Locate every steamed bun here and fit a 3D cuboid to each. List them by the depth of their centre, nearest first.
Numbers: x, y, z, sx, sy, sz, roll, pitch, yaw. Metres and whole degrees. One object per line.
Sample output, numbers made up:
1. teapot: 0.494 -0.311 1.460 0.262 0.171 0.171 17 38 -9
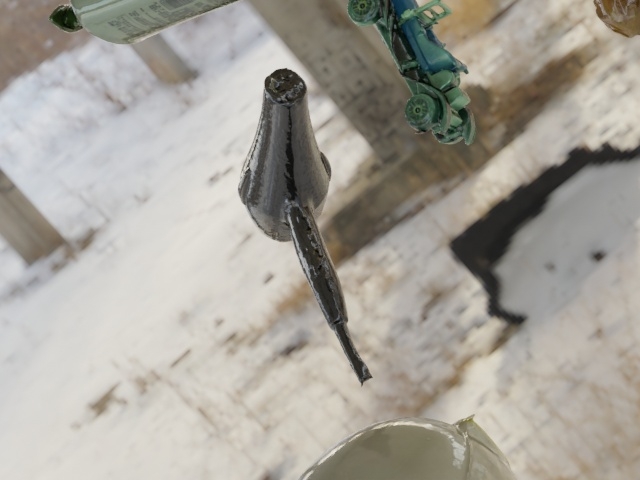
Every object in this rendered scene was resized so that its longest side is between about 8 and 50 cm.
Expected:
1. steamed bun: 0.084 0.372 1.656 0.374 0.334 0.334 -50 2 44

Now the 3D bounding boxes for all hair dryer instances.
1. hair dryer: 0.000 0.000 1.737 0.120 0.359 0.303 -15 -26 -14

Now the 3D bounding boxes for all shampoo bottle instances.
1. shampoo bottle: -0.146 -0.236 1.342 0.234 0.087 0.118 -15 0 33

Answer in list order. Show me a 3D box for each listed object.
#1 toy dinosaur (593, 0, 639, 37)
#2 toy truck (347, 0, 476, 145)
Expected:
1. toy dinosaur: 0.192 -0.287 0.814 0.097 0.208 0.432 -22 60 48
2. toy truck: 0.094 -0.158 1.274 0.078 0.154 0.080 -33 -21 19
